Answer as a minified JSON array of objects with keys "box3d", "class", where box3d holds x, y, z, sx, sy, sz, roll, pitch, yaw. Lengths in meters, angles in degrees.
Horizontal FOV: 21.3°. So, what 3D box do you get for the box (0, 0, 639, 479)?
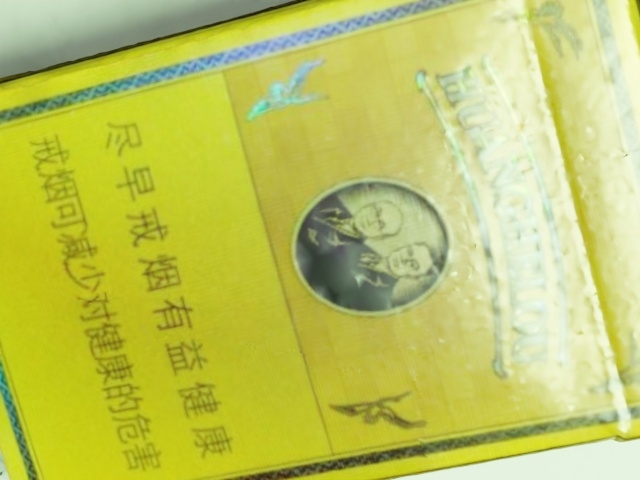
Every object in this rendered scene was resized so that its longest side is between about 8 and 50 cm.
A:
[{"box3d":[0.000,0.000,0.689,0.301,0.084,0.192,-13,100,18],"class":"box"}]
